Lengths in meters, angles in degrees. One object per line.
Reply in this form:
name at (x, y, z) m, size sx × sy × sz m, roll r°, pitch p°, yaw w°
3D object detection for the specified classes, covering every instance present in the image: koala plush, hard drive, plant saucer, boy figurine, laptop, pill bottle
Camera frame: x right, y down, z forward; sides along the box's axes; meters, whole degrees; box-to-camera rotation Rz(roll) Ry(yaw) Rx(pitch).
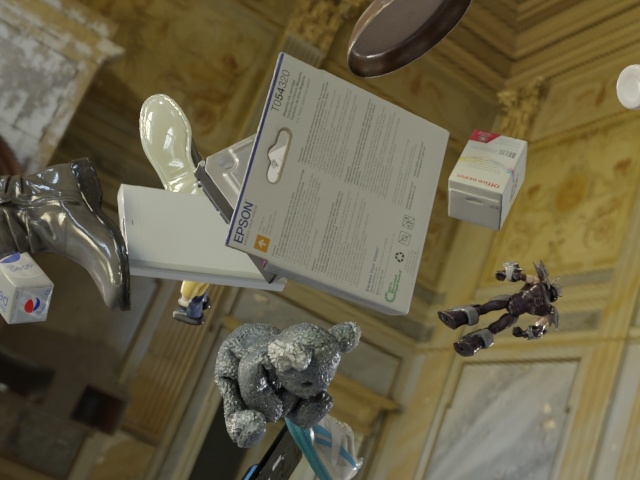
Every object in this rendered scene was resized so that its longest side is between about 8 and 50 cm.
koala plush at (-0.050, 0.202, 1.552) m, size 0.196 × 0.203 × 0.221 m, roll -10°, pitch -19°, yaw -42°
hard drive at (-0.021, -0.101, 1.652) m, size 0.237 × 0.339 × 0.064 m, roll 54°, pitch -32°, yaw 10°
plant saucer at (0.177, -0.454, 1.954) m, size 0.050 × 0.310 × 0.311 m, roll 58°, pitch -10°, yaw 18°
boy figurine at (-0.294, 0.074, 2.203) m, size 0.092 × 0.177 × 0.285 m, roll 11°, pitch -46°, yaw 4°
laptop at (-0.144, 0.484, 1.954) m, size 0.136 × 0.234 × 0.264 m, roll 16°, pitch -50°, yaw 19°
pill bottle at (0.652, -0.295, 1.816) m, size 0.152 × 0.086 × 0.086 m, roll -6°, pitch -6°, yaw -27°
hard drive at (-0.226, -0.005, 1.805) m, size 0.307 × 0.203 × 0.040 m, roll 7°, pitch -44°, yaw -25°

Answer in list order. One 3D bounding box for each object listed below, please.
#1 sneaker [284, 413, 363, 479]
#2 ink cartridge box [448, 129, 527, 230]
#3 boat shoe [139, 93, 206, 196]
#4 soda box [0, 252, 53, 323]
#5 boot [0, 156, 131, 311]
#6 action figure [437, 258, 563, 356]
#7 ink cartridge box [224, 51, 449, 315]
sneaker at (0.004, 0.375, 1.853) m, size 0.087 × 0.092 × 0.229 m, roll 6°, pitch -54°, yaw 56°
ink cartridge box at (0.374, -0.136, 2.124) m, size 0.128 × 0.176 × 0.127 m, roll 18°, pitch -37°, yaw 21°
boat shoe at (-0.305, -0.165, 2.026) m, size 0.109 × 0.305 × 0.091 m, roll -21°, pitch -12°, yaw -4°
soda box at (-0.705, 0.071, 2.125) m, size 0.091 × 0.098 × 0.286 m, roll -3°, pitch 31°, yaw -42°
boot at (-0.465, 0.008, 1.632) m, size 0.222 × 0.338 × 0.118 m, roll -14°, pitch -37°, yaw -24°
action figure at (0.406, 0.145, 2.045) m, size 0.185 × 0.284 × 0.099 m, roll 69°, pitch -16°, yaw -2°
ink cartridge box at (0.027, -0.083, 1.493) m, size 0.330 × 0.324 × 0.071 m, roll 22°, pitch -16°, yaw -22°
